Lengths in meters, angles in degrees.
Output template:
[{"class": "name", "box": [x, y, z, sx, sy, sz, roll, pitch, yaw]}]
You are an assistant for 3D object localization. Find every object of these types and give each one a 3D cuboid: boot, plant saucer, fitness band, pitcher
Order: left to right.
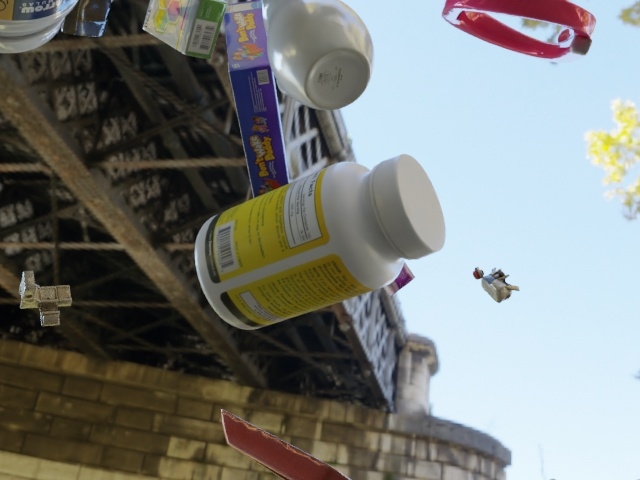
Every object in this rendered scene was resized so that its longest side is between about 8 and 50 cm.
[{"class": "boot", "box": [-0.390, -0.393, 1.329, 0.082, 0.106, 0.219, 15, 10, -2]}, {"class": "plant saucer", "box": [-0.023, 0.387, 1.308, 0.258, 0.048, 0.259, 16, -22, 41]}, {"class": "pitcher", "box": [-0.014, -0.233, 1.007, 0.125, 0.207, 0.178, -8, -47, -17]}, {"class": "fitness band", "box": [0.277, -0.313, 1.138, 0.209, 0.054, 0.291, 18, 9, 2]}]

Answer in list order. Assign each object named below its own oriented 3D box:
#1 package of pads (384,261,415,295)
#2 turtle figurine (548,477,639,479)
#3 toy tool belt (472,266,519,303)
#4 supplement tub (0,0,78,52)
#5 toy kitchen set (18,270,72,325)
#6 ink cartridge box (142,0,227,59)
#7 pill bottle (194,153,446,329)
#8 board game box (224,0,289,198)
[{"class": "package of pads", "box": [0.109, 0.041, 1.268, 0.083, 0.050, 0.032, 56, -26, -7]}, {"class": "turtle figurine", "box": [0.285, 0.385, 0.899, 0.266, 0.198, 0.274, -10, 2, -33]}, {"class": "toy tool belt", "box": [0.328, 0.076, 1.481, 0.051, 0.083, 0.052, -23, -44, -17]}, {"class": "supplement tub", "box": [-0.407, -0.415, 1.023, 0.228, 0.228, 0.316, 18, -32, -17]}, {"class": "toy kitchen set", "box": [-0.461, 0.098, 1.346, 0.083, 0.068, 0.075, -2, -31, -28]}, {"class": "ink cartridge box", "box": [-0.267, -0.424, 1.468, 0.062, 0.209, 0.109, -1, -60, -46]}, {"class": "pill bottle", "box": [0.000, 0.000, 1.144, 0.334, 0.188, 0.188, -20, -39, 28]}, {"class": "board game box", "box": [-0.123, -0.266, 1.599, 0.078, 0.233, 0.347, -8, -44, -1]}]
